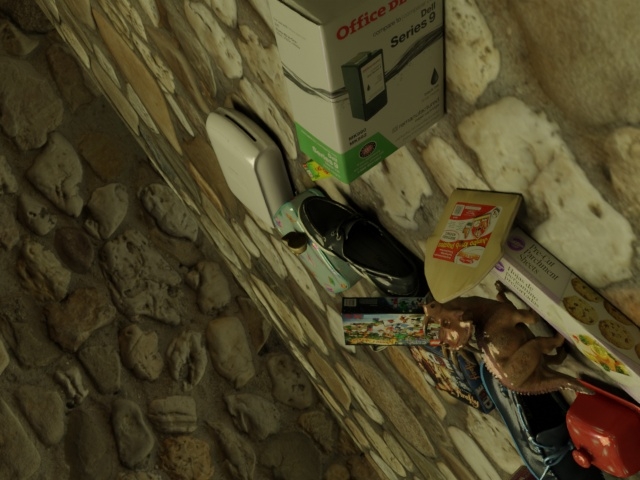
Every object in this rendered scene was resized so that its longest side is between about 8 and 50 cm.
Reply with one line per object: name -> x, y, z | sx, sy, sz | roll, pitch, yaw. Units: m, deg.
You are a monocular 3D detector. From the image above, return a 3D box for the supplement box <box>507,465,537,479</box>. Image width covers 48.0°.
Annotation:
supplement box -> 0.499, 0.581, 1.736 | 0.043, 0.055, 0.083 | 52, 163, 3

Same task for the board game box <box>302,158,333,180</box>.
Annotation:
board game box -> 0.040, -0.169, 1.447 | 0.043, 0.092, 0.181 | 56, 163, -12

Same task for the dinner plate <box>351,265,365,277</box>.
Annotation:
dinner plate -> 0.103, 0.057, 1.692 | 0.141, 0.017, 0.141 | 31, -156, -15

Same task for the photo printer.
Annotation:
photo printer -> -0.189, -0.206, 1.948 | 0.256, 0.107, 0.308 | 42, 159, 35

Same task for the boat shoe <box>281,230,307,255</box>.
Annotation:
boat shoe -> -0.055, 0.011, 1.749 | 0.045, 0.050, 0.135 | 56, 174, -19

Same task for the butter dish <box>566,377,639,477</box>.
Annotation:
butter dish -> 0.478, 0.339, 1.222 | 0.159, 0.118, 0.160 | 20, 143, 59

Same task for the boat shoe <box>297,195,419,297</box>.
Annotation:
boat shoe -> 0.085, -0.001, 1.594 | 0.340, 0.127, 0.113 | 46, 160, 18

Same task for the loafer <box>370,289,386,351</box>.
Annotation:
loafer -> 0.163, 0.196, 1.748 | 0.111, 0.112, 0.319 | 9, 160, 3

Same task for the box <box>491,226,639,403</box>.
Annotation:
box -> 0.395, 0.112, 1.099 | 0.324, 0.067, 0.063 | 46, 160, 26

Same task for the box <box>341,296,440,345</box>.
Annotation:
box -> 0.166, 0.183, 1.602 | 0.159, 0.232, 0.044 | 81, -170, -55

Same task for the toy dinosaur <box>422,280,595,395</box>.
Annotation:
toy dinosaur -> 0.311, 0.183, 1.225 | 0.296, 0.200, 0.127 | 49, 162, 13

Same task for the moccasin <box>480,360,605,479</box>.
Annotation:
moccasin -> 0.428, 0.362, 1.373 | 0.342, 0.137, 0.117 | 51, 158, 6

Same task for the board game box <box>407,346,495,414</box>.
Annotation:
board game box -> 0.308, 0.310, 1.738 | 0.165, 0.042, 0.243 | 60, 162, -19

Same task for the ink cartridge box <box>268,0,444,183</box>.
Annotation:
ink cartridge box -> 0.061, -0.256, 1.022 | 0.121, 0.211, 0.289 | 43, 160, 34

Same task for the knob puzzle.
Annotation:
knob puzzle -> 0.237, 0.014, 1.162 | 0.030, 0.213, 0.213 | 27, 175, -26

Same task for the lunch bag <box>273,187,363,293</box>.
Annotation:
lunch bag -> 0.000, 0.000, 1.848 | 0.279, 0.107, 0.224 | 54, 164, 0

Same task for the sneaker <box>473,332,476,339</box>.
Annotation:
sneaker -> 0.344, 0.201, 1.450 | 0.083, 0.035, 0.031 | 27, 149, 56
